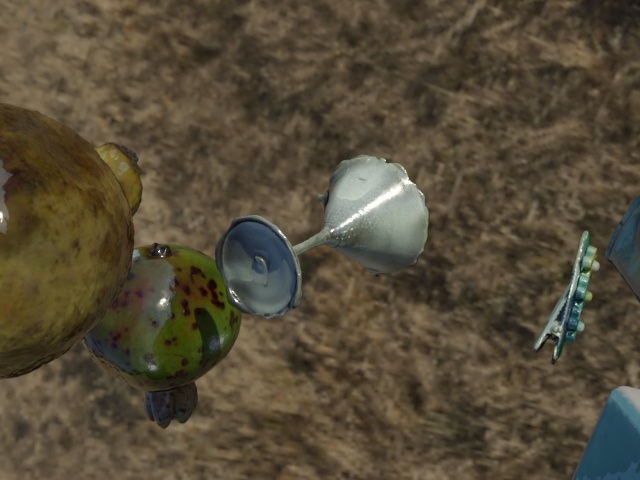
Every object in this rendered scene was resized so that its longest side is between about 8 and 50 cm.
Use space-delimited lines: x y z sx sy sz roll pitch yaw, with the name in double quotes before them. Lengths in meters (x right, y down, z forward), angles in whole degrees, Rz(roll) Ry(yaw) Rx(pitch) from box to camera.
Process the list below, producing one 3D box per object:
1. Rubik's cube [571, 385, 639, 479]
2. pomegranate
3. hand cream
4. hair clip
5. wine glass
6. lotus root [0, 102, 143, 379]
"Rubik's cube" 0.394 0.373 1.157 0.346 0.347 0.344 -117 43 -64
"pomegranate" -0.191 0.116 1.644 0.202 0.202 0.248 36 134 54
"hand cream" 0.334 0.028 1.370 0.224 0.048 0.083 -93 26 -66
"hair clip" 0.299 0.070 1.597 0.049 0.049 0.173 -7 53 53
"wine glass" 0.000 0.000 1.523 0.156 0.232 0.156 16 116 35
"lotus root" -0.157 -0.003 0.676 0.138 0.214 0.138 5 102 26
